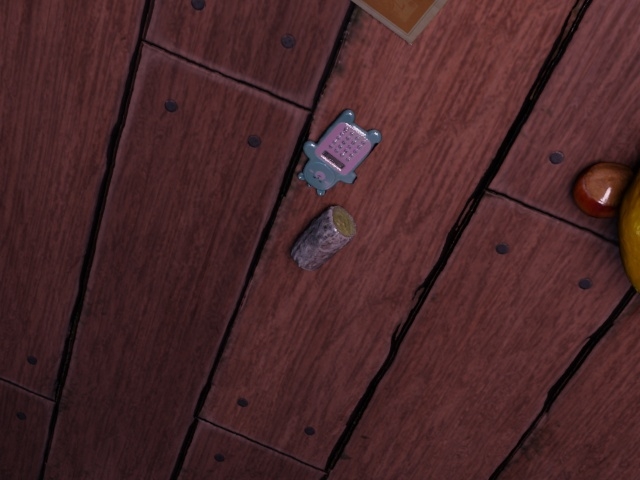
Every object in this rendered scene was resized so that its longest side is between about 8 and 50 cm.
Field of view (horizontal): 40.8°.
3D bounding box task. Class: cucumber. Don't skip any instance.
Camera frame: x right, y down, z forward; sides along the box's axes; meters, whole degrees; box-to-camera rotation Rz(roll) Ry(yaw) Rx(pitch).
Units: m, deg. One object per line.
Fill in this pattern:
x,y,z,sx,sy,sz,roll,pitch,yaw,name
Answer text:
0.001,-0.001,1.301,0.064,0.064,0.112,40,127,-12,cucumber

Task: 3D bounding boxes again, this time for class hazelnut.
0.381,-0.063,1.152,0.086,0.086,0.086,7,124,11,hazelnut

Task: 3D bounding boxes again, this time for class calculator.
0.023,-0.123,1.241,0.094,0.019,0.141,35,124,-12,calculator

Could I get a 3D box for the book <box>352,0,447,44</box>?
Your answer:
0.058,-0.361,1.045,0.241,0.018,0.170,34,145,-9,book

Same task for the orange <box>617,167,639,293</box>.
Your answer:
0.503,-0.010,1.043,0.278,0.235,0.279,-2,126,-3,orange
